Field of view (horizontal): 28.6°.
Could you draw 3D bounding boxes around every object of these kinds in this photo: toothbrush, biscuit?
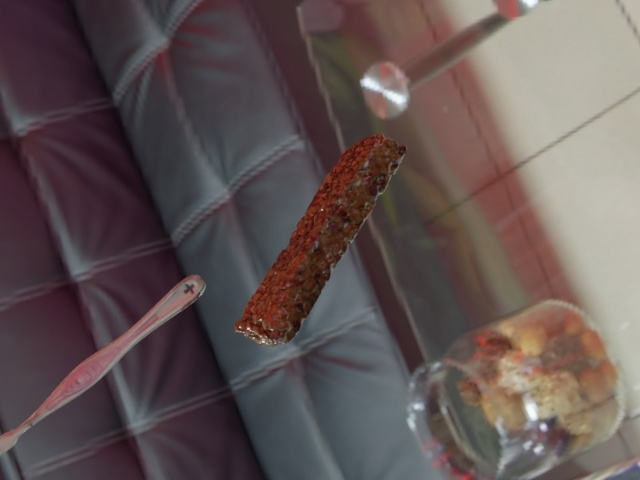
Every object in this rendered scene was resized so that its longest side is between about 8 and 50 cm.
[{"bbox_3d":[-0.157,0.090,0.866,0.204,0.022,0.017,-39,100,13],"label":"toothbrush"},{"bbox_3d":[0.000,0.000,1.019,0.034,0.199,0.064,38,163,-19],"label":"biscuit"}]
